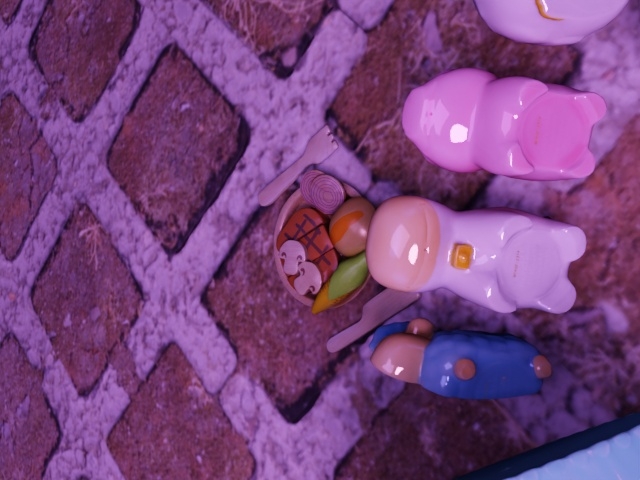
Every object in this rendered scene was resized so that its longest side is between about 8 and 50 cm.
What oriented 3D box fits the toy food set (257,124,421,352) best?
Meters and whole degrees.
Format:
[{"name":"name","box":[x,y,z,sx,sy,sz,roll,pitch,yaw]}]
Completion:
[{"name":"toy food set","box":[0.000,0.000,0.675,0.132,0.039,0.192,-40,65,30]}]

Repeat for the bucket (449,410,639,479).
[{"name":"bucket","box":[0.142,0.218,0.418,0.281,0.281,0.183,-32,68,33]}]

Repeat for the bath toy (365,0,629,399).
[{"name":"bath toy","box":[0.120,-0.067,0.537,0.129,0.152,0.348,-147,68,-71]}]
